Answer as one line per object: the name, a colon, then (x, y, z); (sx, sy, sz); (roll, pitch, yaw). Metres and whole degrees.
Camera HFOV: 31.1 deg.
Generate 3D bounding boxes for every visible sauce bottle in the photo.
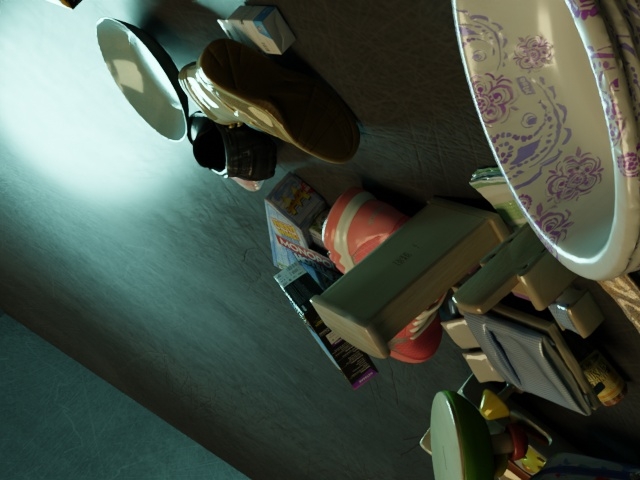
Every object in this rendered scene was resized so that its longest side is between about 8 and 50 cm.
sauce bottle: (0.319, 0.145, 1.389); (0.128, 0.042, 0.042); (45, 158, -17)

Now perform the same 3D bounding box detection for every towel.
towel: (0.236, -0.020, 1.227); (0.152, 0.023, 0.113); (48, 158, -20)

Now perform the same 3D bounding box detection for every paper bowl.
paper bowl: (0.208, -0.126, 0.802); (0.284, 0.148, 0.284); (161, 90, -85)

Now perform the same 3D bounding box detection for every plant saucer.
plant saucer: (-0.229, -0.223, 1.547); (0.195, 0.037, 0.195); (43, 158, 23)

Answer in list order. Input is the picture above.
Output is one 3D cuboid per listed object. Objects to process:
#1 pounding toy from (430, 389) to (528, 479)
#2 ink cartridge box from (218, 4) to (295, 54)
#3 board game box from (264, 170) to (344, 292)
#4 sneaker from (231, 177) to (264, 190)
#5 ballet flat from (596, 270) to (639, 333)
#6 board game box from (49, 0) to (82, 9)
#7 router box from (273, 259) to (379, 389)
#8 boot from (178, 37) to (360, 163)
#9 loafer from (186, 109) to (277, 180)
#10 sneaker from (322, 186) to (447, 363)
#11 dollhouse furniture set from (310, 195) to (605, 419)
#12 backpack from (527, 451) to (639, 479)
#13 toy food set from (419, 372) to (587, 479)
pounding toy: (0.228, 0.324, 1.610); (0.183, 0.110, 0.237); (-145, 51, -81)
ink cartridge box: (-0.073, -0.238, 1.298); (0.083, 0.028, 0.048); (15, 147, 47)
board game box: (0.000, 0.000, 1.606); (0.194, 0.060, 0.194); (27, 156, 31)
sneaker: (-0.087, -0.104, 1.566); (0.070, 0.051, 0.134); (36, 156, -31)
ballet flat: (0.335, 0.043, 1.085); (0.316, 0.107, 0.106); (41, 151, -6)
board game box: (-0.263, -0.333, 1.232); (0.141, 0.170, 0.048); (25, 156, 35)
router box: (0.005, 0.112, 1.569); (0.133, 0.046, 0.179); (57, 176, -20)
boot: (-0.064, -0.159, 1.377); (0.213, 0.077, 0.165); (31, 170, -16)
loafer: (-0.133, -0.128, 1.494); (0.223, 0.078, 0.076); (33, 122, 57)
sneaker: (0.110, 0.070, 1.488); (0.136, 0.116, 0.314); (19, 151, 39)
dollhouse furniture set: (0.187, 0.142, 1.298); (0.303, 0.198, 0.286); (56, 165, -24)
backpack: (0.410, 0.425, 1.505); (0.355, 0.273, 0.290); (-2, 141, 9)
toy food set: (0.273, 0.331, 1.758); (0.219, 0.092, 0.306); (37, 158, 9)
